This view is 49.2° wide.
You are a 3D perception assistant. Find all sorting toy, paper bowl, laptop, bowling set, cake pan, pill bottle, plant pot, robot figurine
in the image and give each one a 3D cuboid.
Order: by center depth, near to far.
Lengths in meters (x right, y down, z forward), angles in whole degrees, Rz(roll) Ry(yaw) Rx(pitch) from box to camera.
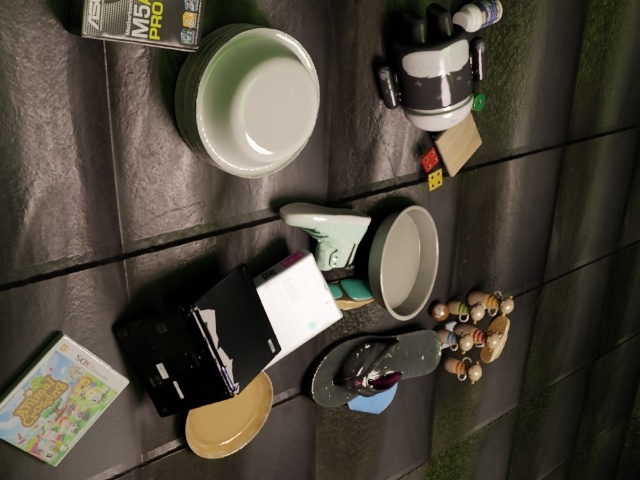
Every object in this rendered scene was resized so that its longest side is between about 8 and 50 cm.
[{"bbox_3d":[-0.120,-0.259,1.327,0.284,0.148,0.284,-19,121,-34],"label":"paper bowl"},{"bbox_3d":[-0.245,0.206,1.448,0.264,0.136,0.234,-17,113,7],"label":"laptop"},{"bbox_3d":[0.256,-0.388,1.593,0.173,0.209,0.278,-52,138,-42],"label":"robot figurine"},{"bbox_3d":[-0.214,0.390,1.617,0.236,0.032,0.236,-18,119,-36],"label":"plant pot"},{"bbox_3d":[0.380,-0.547,1.701,0.120,0.067,0.067,-30,126,-30],"label":"pill bottle"},{"bbox_3d":[0.211,0.054,1.782,0.293,0.054,0.293,-13,106,-52],"label":"cake pan"},{"bbox_3d":[0.340,-0.253,1.814,0.274,0.046,0.132,-49,134,-15],"label":"sorting toy"},{"bbox_3d":[0.419,0.258,2.025,0.200,0.154,0.287,25,81,-40],"label":"bowling set"}]

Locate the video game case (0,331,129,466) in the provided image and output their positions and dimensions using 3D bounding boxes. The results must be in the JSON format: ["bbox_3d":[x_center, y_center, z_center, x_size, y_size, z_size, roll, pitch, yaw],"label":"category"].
[{"bbox_3d":[-0.498,0.304,1.327,0.212,0.023,0.193,-50,133,-13],"label":"video game case"}]

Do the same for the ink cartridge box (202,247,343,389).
[{"bbox_3d":[-0.119,0.174,1.542,0.311,0.065,0.185,-34,117,-17],"label":"ink cartridge box"}]

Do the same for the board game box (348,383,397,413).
[{"bbox_3d":[0.135,0.405,1.935,0.169,0.033,0.133,17,92,-32],"label":"board game box"}]

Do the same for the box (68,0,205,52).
[{"bbox_3d":[-0.288,-0.458,1.145,0.216,0.060,0.270,-4,111,-42],"label":"box"}]

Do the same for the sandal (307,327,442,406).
[{"bbox_3d":[0.165,0.325,1.853,0.446,0.107,0.167,-12,101,-33],"label":"sandal"}]

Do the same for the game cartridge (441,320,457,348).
[{"bbox_3d":[0.390,0.286,2.127,0.056,0.017,0.083,-11,116,-43],"label":"game cartridge"}]

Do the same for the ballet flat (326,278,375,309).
[{"bbox_3d":[0.042,0.139,1.720,0.232,0.080,0.073,2,135,-40],"label":"ballet flat"}]

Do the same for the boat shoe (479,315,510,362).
[{"bbox_3d":[0.575,0.319,2.280,0.059,0.063,0.170,1,117,-45],"label":"boat shoe"}]

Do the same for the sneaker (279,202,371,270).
[{"bbox_3d":[0.001,0.000,1.591,0.256,0.094,0.151,6,107,-42],"label":"sneaker"}]
